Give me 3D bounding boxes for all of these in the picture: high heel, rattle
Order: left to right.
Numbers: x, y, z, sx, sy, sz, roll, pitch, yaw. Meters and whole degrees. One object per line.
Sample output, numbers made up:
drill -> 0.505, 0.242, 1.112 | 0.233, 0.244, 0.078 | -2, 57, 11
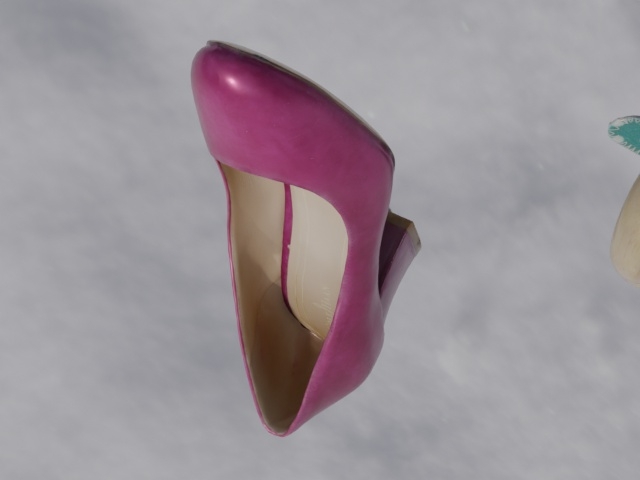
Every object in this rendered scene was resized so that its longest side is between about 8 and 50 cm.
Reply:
high heel -> -0.023, 0.005, 0.857 | 0.082, 0.244, 0.117 | 26, 77, 20
rattle -> 0.254, -0.024, 1.197 | 0.130, 0.199, 0.143 | -32, 63, -17

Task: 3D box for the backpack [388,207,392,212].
backpack -> 0.000, 0.000, 1.438 | 0.114, 0.105, 0.084 | -37, 101, 3
